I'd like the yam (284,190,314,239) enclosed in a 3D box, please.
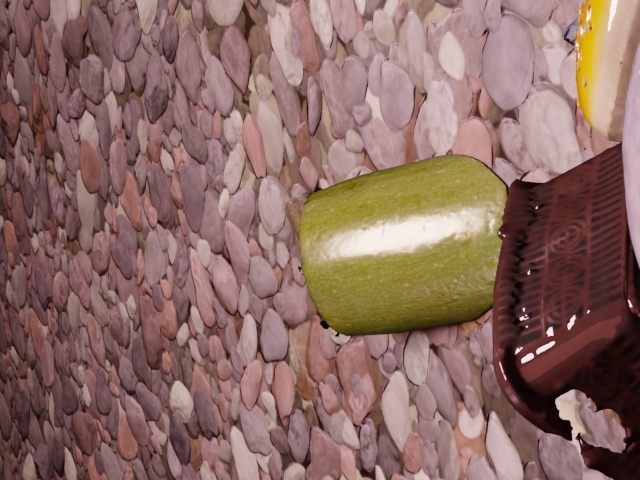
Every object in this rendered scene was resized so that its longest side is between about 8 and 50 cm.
[{"bbox_3d":[0.000,0.000,2.023,0.132,0.054,0.054,64,148,31],"label":"yam"}]

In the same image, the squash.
[{"bbox_3d":[0.120,0.003,1.831,0.261,0.189,0.189,-13,86,26],"label":"squash"}]

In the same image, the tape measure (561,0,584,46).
[{"bbox_3d":[0.260,-0.186,1.434,0.054,0.094,0.091,29,104,59],"label":"tape measure"}]

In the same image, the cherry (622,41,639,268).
[{"bbox_3d":[0.336,-0.046,1.063,0.326,0.335,0.291,43,-177,11],"label":"cherry"}]

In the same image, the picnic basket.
[{"bbox_3d":[0.257,0.041,1.331,0.129,0.222,0.297,-46,18,36],"label":"picnic basket"}]

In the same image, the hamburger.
[{"bbox_3d":[0.274,-0.210,1.267,0.151,0.227,0.295,26,123,17],"label":"hamburger"}]
